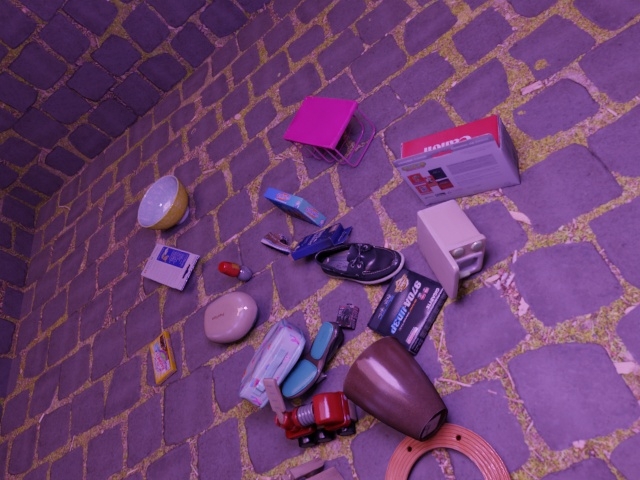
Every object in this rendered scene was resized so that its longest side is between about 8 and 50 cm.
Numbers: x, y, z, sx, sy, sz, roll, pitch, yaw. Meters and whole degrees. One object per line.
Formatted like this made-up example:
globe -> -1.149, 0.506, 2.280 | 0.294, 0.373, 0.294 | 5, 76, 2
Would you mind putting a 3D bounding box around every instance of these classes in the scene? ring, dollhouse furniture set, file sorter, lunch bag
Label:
ring -> 0.313, 0.631, 1.204 | 0.336, 0.032, 0.337 | -20, 53, 29
dollhouse furniture set -> -0.031, 0.724, 1.422 | 0.144, 0.123, 0.151 | 37, 125, 45
file sorter -> 0.040, -0.426, 1.932 | 0.290, 0.182, 0.202 | 22, 81, 44
lunch bag -> -0.157, 0.404, 1.585 | 0.279, 0.107, 0.224 | -58, 9, -3

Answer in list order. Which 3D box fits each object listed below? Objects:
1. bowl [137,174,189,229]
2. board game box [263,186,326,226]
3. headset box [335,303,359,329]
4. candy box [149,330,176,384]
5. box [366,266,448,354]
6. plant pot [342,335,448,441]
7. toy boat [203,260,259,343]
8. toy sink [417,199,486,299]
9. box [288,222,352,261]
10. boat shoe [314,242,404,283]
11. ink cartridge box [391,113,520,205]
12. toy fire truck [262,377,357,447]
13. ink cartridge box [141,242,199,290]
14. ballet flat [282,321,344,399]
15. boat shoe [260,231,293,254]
bowl -> -0.750, -0.162, 2.416 | 0.289, 0.156, 0.290 | -18, 55, 29
board game box -> -0.100, -0.130, 1.884 | 0.210, 0.160, 0.047 | 23, 80, 43
headset box -> 0.089, 0.248, 1.603 | 0.062, 0.032, 0.083 | -1, 66, 38
candy box -> -0.667, 0.494, 2.056 | 0.105, 0.027, 0.206 | -44, 46, 14
box -> 0.264, 0.208, 1.475 | 0.175, 0.051, 0.220 | 25, 81, 44
plant pot -> 0.214, 0.412, 1.294 | 0.215, 0.215, 0.230 | -53, 50, 1
toy boat -> -0.328, 0.236, 1.879 | 0.267, 0.148, 0.318 | -19, 62, 35
toy sink -> 0.385, 0.024, 1.397 | 0.131, 0.153, 0.234 | -19, 48, -5
box -> 0.000, 0.000, 1.769 | 0.225, 0.037, 0.136 | -21, 18, 26
boat shoe -> 0.114, 0.061, 1.610 | 0.340, 0.113, 0.127 | 2, 63, 48
ink cartridge box -> 0.409, -0.253, 1.479 | 0.309, 0.272, 0.130 | -12, 58, 32
toy fire truck -> -0.044, 0.487, 1.416 | 0.217, 0.246, 0.159 | -26, 52, 24
ink cartridge box -> -0.687, 0.126, 2.261 | 0.370, 0.069, 0.176 | 10, 71, 44
ballet flat -> -0.009, 0.391, 1.551 | 0.095, 0.096, 0.280 | 32, 86, 44
boat shoe -> -0.167, 0.005, 1.923 | 0.183, 0.066, 0.066 | 21, 77, 43
